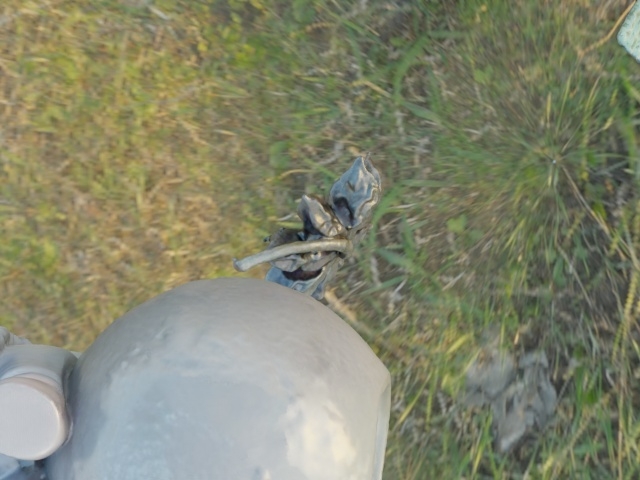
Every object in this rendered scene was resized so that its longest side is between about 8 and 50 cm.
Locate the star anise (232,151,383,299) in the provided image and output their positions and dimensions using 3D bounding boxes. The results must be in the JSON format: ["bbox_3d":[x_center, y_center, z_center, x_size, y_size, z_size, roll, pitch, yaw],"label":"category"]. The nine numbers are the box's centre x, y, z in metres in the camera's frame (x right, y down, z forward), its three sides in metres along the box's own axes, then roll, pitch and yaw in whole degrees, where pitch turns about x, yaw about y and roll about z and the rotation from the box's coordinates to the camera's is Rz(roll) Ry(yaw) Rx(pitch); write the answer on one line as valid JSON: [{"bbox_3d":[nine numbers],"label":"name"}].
[{"bbox_3d":[-0.001,0.000,1.453,0.081,0.262,0.230,41,123,12],"label":"star anise"}]

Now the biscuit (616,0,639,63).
[{"bbox_3d":[0.255,-0.095,0.647,0.199,0.040,0.121,50,131,29],"label":"biscuit"}]

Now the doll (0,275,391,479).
[{"bbox_3d":[-0.118,0.078,0.496,0.287,0.151,0.151,5,95,7],"label":"doll"}]
